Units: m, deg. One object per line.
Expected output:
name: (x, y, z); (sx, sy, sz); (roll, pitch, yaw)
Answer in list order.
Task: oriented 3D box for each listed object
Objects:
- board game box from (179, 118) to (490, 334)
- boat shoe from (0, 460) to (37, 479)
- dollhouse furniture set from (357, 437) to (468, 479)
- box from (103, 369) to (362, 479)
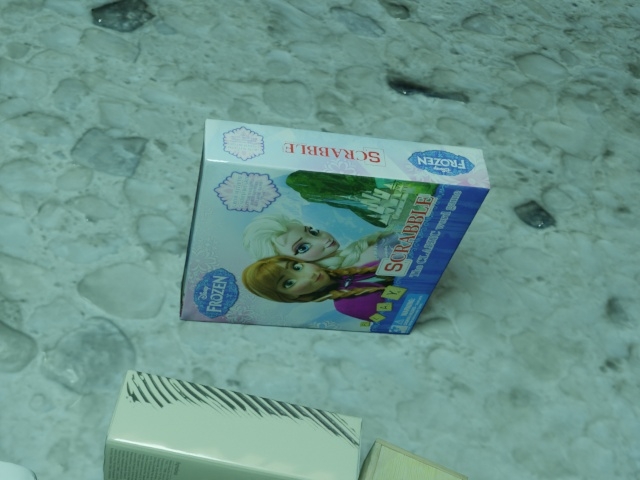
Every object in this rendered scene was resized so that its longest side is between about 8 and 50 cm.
board game box: (0.000, 0.000, 1.065); (0.318, 0.318, 0.065); (5, 52, -11)
boat shoe: (-0.442, 0.260, 0.837); (0.335, 0.121, 0.119); (11, 43, -20)
dollhouse furniture set: (0.042, 0.341, 0.851); (0.212, 0.242, 0.161); (23, 38, 2)
box: (-0.099, 0.236, 0.986); (0.275, 0.113, 0.094); (13, 49, -7)
